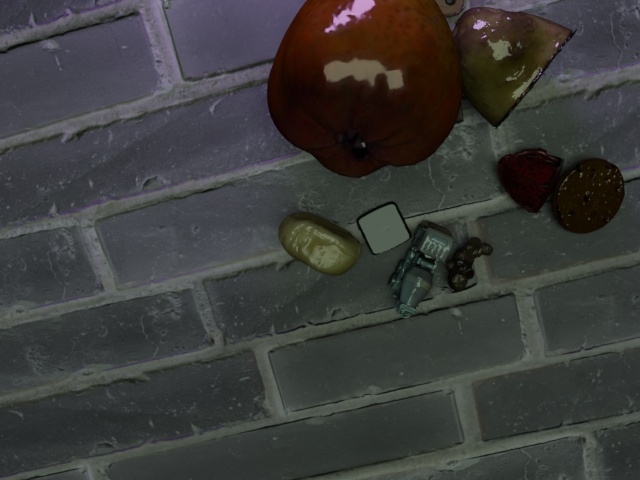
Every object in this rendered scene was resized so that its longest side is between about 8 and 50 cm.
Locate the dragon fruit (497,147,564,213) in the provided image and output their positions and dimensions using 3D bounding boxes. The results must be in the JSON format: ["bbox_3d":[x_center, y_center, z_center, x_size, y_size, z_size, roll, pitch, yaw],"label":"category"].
[{"bbox_3d":[0.558,-0.172,1.456,0.161,0.120,0.127,31,145,19],"label":"dragon fruit"}]

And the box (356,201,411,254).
[{"bbox_3d":[0.178,-0.036,1.518,0.126,0.027,0.125,-26,97,8],"label":"box"}]

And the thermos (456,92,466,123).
[{"bbox_3d":[0.325,-0.400,1.407,0.137,0.105,0.193,-9,95,-22],"label":"thermos"}]

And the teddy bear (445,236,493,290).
[{"bbox_3d":[0.400,0.062,1.508,0.119,0.078,0.161,26,96,-39],"label":"teddy bear"}]

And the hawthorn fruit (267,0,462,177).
[{"bbox_3d":[0.106,-0.385,1.256,0.471,0.472,0.472,0,102,2],"label":"hawthorn fruit"}]

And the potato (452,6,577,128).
[{"bbox_3d":[0.429,-0.454,1.312,0.237,0.289,0.301,39,90,8],"label":"potato"}]

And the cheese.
[{"bbox_3d":[0.000,0.000,1.433,0.225,0.214,0.117,30,103,1],"label":"cheese"}]

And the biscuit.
[{"bbox_3d":[0.728,-0.119,1.462,0.212,0.036,0.212,-3,112,-7],"label":"biscuit"}]

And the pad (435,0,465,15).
[{"bbox_3d":[0.238,-0.728,1.375,0.286,0.018,0.284,3,102,3],"label":"pad"}]

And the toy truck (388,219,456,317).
[{"bbox_3d":[0.276,0.082,1.479,0.108,0.140,0.257,25,101,-3],"label":"toy truck"}]
